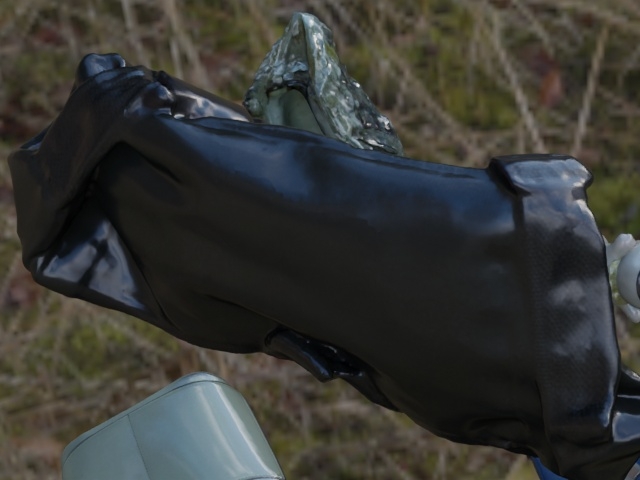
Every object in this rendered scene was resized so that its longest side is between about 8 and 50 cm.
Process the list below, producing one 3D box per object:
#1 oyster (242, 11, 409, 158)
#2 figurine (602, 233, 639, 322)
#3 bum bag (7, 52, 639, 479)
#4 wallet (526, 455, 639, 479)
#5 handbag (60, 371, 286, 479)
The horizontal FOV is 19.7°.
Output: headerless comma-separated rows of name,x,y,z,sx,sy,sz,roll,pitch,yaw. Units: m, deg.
oyster,0.031,-0.041,1.382,0.252,0.199,0.087,38,69,-10
figurine,0.286,0.018,1.664,0.146,0.081,0.098,0,43,38
bum bag,0.000,0.000,0.764,0.326,0.142,0.079,19,34,27
wallet,0.280,0.245,1.633,0.141,0.059,0.202,-32,54,17
handbag,-0.130,0.289,1.778,0.241,0.109,0.315,-31,45,6
